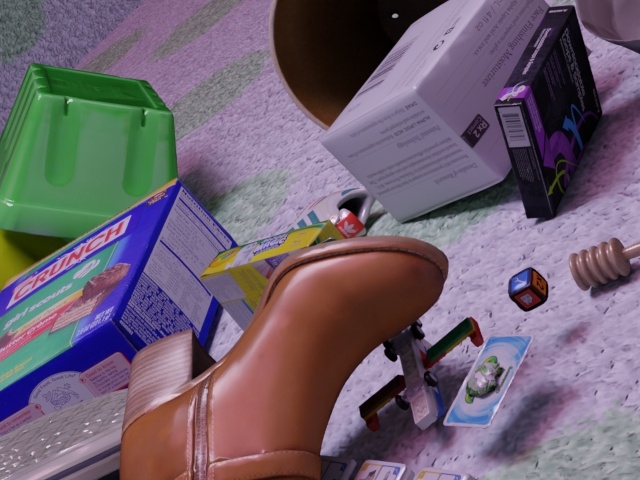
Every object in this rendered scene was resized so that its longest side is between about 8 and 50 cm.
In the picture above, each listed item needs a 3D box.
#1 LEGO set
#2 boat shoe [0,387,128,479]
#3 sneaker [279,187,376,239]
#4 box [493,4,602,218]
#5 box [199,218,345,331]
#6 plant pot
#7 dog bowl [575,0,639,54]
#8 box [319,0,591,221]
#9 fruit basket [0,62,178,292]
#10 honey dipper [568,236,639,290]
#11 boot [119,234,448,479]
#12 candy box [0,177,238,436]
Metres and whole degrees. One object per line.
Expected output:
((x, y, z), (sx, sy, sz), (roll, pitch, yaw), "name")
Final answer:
((0.081, 0.130, 1.033), (0.182, 0.060, 0.244), (-7, 48, 56), "LEGO set")
((-0.249, 0.255, 1.154), (0.500, 0.156, 0.187), (-31, 12, -29), "boat shoe")
((0.000, 0.000, 1.421), (0.075, 0.057, 0.161), (-26, 19, 45), "sneaker")
((0.197, -0.112, 1.241), (0.029, 0.116, 0.162), (-2, 37, 29), "box")
((-0.015, 0.042, 1.282), (0.179, 0.105, 0.043), (-14, 31, 48), "box")
((0.094, -0.247, 1.615), (0.237, 0.237, 0.254), (-29, 6, 22), "plant pot")
((0.372, -0.287, 1.220), (0.349, 0.102, 0.349), (-46, 25, 29), "dog bowl")
((0.125, -0.134, 1.364), (0.181, 0.119, 0.182), (-53, 15, -28), "box")
((-0.335, -0.028, 1.887), (0.392, 0.283, 0.392), (-173, 90, -75), "fruit basket")
((0.255, -0.003, 1.034), (0.161, 0.030, 0.030), (-22, 24, 27), "honey dipper")
((-0.023, 0.130, 1.024), (0.283, 0.109, 0.220), (-22, 45, 14), "boot")
((-0.246, 0.100, 1.530), (0.268, 0.122, 0.317), (-31, 19, 20), "candy box")
